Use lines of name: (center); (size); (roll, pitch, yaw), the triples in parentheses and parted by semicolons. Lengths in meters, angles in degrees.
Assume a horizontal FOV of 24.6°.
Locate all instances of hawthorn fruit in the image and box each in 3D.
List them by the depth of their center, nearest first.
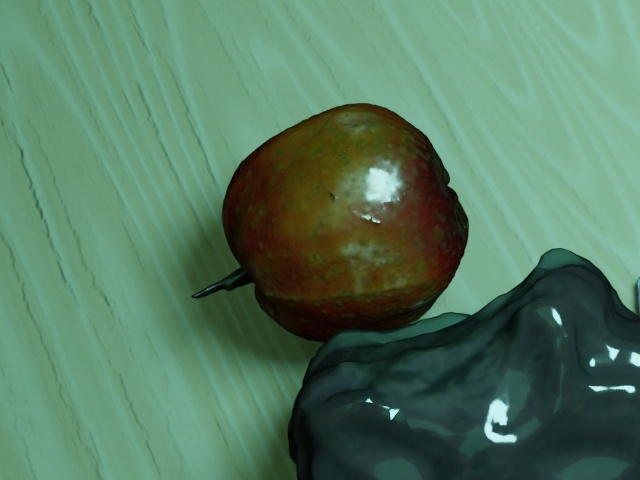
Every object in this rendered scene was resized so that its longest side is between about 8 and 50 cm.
hawthorn fruit: (0.000, 0.000, 1.550); (0.300, 0.254, 0.254); (-26, 64, -1)

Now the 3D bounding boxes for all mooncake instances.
mooncake: (0.169, 0.209, 1.399); (0.381, 0.212, 0.351); (-33, 93, 10)

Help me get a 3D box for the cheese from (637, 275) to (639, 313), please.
cheese: (0.420, 0.066, 1.492); (0.191, 0.042, 0.105); (-7, 68, 19)
